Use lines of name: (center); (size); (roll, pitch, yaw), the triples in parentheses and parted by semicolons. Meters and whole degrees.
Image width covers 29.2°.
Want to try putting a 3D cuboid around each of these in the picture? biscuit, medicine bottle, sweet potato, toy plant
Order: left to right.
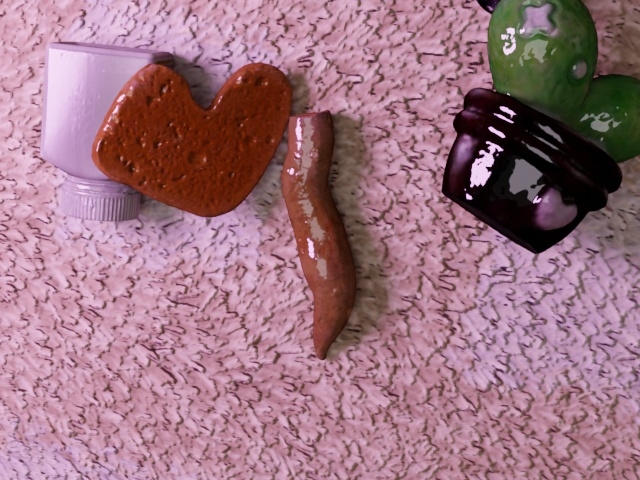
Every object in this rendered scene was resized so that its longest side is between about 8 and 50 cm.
medicine bottle: (-0.239, -0.121, 1.367); (0.132, 0.088, 0.188); (8, 101, 7)
biscuit: (-0.133, -0.126, 1.321); (0.192, 0.036, 0.186); (24, 95, -31)
sweet potato: (0.000, 0.000, 1.355); (0.067, 0.059, 0.281); (-6, 98, 22)
toy plant: (0.226, -0.119, 1.231); (0.218, 0.175, 0.235); (33, 88, -23)

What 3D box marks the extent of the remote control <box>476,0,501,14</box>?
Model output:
remote control: (0.240, -0.345, 1.240); (0.090, 0.066, 0.266); (32, 105, 4)
